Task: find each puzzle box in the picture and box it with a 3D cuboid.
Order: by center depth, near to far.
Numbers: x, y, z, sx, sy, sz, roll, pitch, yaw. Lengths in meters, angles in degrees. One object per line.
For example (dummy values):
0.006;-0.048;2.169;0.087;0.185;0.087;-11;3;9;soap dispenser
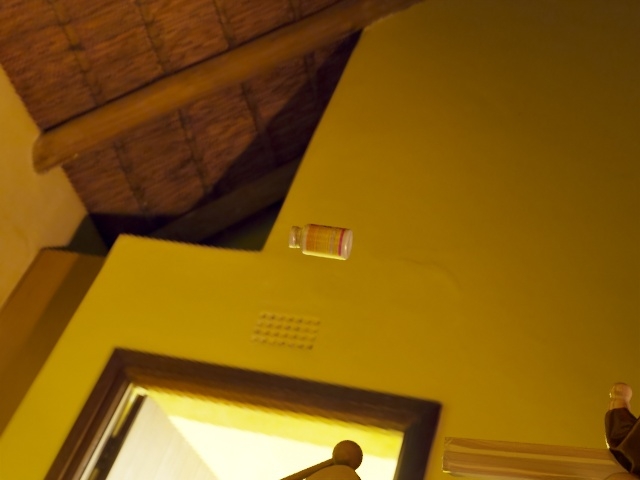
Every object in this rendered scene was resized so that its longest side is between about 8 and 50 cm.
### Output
0.369;0.375;1.233;0.272;0.052;0.409;-2;-23;23;puzzle box

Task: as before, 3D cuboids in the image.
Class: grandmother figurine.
0.432;0.229;0.981;0.104;0.342;0.208;36;-7;-18;grandmother figurine

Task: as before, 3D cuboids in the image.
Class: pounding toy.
0.019;0.441;1.235;0.183;0.237;0.110;-36;-72;12;pounding toy

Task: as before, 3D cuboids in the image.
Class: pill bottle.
0.000;0.000;1.094;0.083;0.043;0.043;8;-39;12;pill bottle
